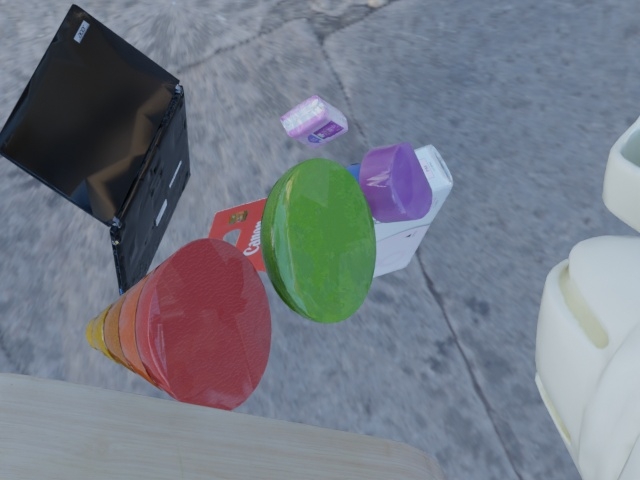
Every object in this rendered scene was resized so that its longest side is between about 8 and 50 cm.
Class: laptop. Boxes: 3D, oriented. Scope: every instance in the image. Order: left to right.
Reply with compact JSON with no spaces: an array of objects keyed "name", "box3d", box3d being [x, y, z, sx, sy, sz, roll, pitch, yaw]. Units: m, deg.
[{"name":"laptop","box3d":[-0.256,-0.091,1.664,0.137,0.264,0.234,14,54,9]}]

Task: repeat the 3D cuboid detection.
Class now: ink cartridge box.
[{"name":"ink cartridge box","box3d":[0.000,0.000,1.412,0.232,0.189,0.066,-22,71,-22]}]

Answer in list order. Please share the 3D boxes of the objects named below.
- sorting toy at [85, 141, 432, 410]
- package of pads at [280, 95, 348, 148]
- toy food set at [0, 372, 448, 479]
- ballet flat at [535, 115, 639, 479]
[{"name":"sorting toy","box3d":[-0.053,0.014,1.099,0.126,0.365,0.127,-6,110,37]},{"name":"package of pads","box3d":[-0.006,-0.129,1.556,0.050,0.083,0.032,-28,75,14]},{"name":"toy food set","box3d":[-0.069,0.190,0.713,0.306,0.219,0.092,10,126,-8]},{"name":"ballet flat","box3d":[0.189,0.021,0.572,0.182,0.483,0.164,28,134,12]}]
